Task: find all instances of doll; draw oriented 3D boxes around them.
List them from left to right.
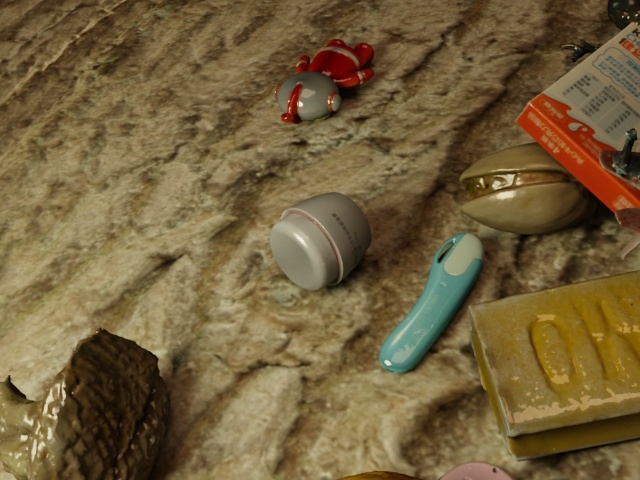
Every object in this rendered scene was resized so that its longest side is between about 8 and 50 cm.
[{"bbox_3d":[0.002,-0.263,1.230,0.142,0.076,0.245,14,49,25],"label":"doll"}]

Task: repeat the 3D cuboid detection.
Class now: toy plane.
[{"bbox_3d":[0.427,-0.081,0.819,0.223,0.104,0.326,35,58,3],"label":"toy plane"}]

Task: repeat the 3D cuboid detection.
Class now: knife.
[{"bbox_3d":[0.142,0.076,0.919,0.064,0.031,0.222,24,61,26],"label":"knife"}]

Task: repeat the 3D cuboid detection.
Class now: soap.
[{"bbox_3d":[0.313,0.124,0.797,0.274,0.089,0.173,-12,49,2],"label":"soap"}]

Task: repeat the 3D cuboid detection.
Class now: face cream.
[{"bbox_3d":[0.000,0.000,0.962,0.104,0.117,0.117,-35,50,-30],"label":"face cream"}]

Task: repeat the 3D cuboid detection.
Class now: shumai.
[{"bbox_3d":[-0.280,0.208,0.833,0.175,0.166,0.206,-13,41,33],"label":"shumai"}]

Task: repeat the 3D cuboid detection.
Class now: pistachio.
[{"bbox_3d":[0.275,-0.066,0.964,0.184,0.124,0.124,0,48,19],"label":"pistachio"}]

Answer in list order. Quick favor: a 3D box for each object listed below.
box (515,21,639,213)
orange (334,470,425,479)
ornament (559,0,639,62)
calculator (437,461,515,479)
[{"bbox_3d":[0.426,-0.130,0.936,0.265,0.048,0.273,-36,75,-29],"label":"box"},{"bbox_3d":[0.062,0.336,0.517,0.322,0.322,0.357,-29,37,-13],"label":"orange"},{"bbox_3d":[0.465,-0.315,1.166,0.236,0.080,0.202,-27,52,-12],"label":"ornament"},{"bbox_3d":[0.138,0.292,0.727,0.103,0.024,0.166,22,56,29],"label":"calculator"}]
